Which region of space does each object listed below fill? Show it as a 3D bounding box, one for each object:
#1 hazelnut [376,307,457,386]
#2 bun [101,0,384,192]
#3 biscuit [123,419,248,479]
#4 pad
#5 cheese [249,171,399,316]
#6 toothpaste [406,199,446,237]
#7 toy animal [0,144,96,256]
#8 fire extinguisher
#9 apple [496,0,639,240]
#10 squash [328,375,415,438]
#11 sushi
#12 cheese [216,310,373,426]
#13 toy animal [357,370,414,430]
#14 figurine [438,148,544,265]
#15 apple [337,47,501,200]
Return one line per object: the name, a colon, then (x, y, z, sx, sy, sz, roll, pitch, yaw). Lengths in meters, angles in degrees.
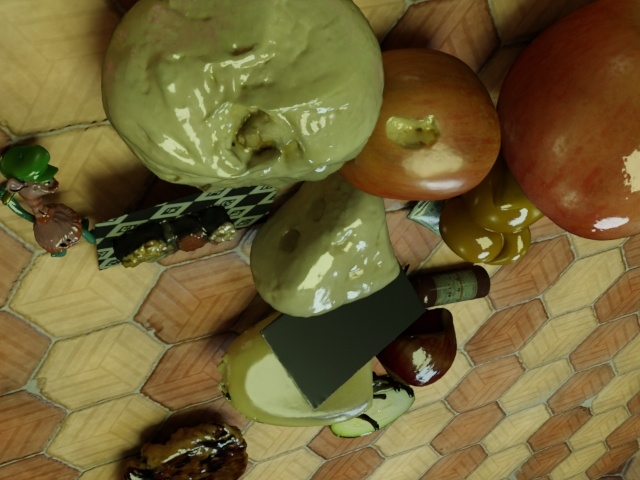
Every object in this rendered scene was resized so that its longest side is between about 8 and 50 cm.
hazelnut: (0.195, 0.210, 1.983, 0.170, 0.201, 0.160, -8, 116, 7)
bun: (-0.098, -0.176, 1.219, 0.361, 0.213, 0.361, -5, 146, -3)
biscuit: (-0.294, 0.483, 2.047, 0.289, 0.081, 0.334, -16, 147, -20)
pad: (0.049, 0.148, 1.782, 0.300, 0.005, 0.202, -40, 115, -17)
cheese: (-0.001, -0.001, 1.578, 0.248, 0.173, 0.251, -28, 147, -19)
toothpaste: (0.253, -0.023, 1.845, 0.069, 0.047, 0.268, -24, 147, 25)
toy animal: (-0.386, -0.046, 1.338, 0.103, 0.100, 0.208, 6, 152, 17)
fire extinguisher: (0.237, 0.086, 1.957, 0.231, 0.071, 0.099, -6, 110, -28)
apple: (0.466, -0.198, 1.500, 0.364, 0.364, 0.364, -19, 143, -15)
squash: (0.115, 0.395, 2.273, 0.219, 0.041, 0.219, -16, 145, -12)
sushi: (-0.191, -0.007, 1.456, 0.290, 0.050, 0.264, -18, 167, -16)
cheese: (-0.044, 0.235, 1.815, 0.316, 0.128, 0.259, -4, 96, -21)
toy animal: (0.038, 0.331, 2.006, 0.243, 0.260, 0.087, -16, 105, -50)
figurine: (0.316, -0.072, 1.704, 0.215, 0.215, 0.228, -15, 162, -20)
apple: (0.127, -0.162, 1.419, 0.241, 0.242, 0.242, -6, 139, -21)
